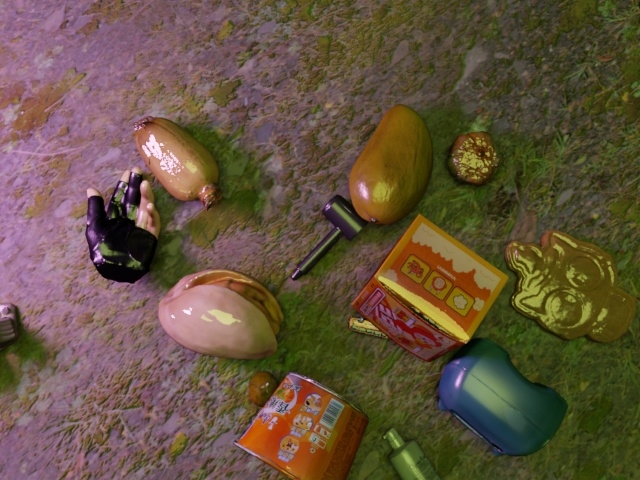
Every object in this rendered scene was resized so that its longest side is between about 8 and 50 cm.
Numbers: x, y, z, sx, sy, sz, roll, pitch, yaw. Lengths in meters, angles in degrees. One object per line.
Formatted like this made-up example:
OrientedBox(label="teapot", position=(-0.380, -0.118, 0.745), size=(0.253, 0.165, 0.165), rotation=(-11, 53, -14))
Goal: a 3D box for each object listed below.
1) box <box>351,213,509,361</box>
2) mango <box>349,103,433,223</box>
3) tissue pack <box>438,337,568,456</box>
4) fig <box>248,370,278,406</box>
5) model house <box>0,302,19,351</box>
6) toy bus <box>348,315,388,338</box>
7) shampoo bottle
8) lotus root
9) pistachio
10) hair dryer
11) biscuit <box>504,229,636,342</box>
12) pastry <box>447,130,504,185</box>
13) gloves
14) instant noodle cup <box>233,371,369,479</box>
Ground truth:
OrientedBox(label="box", position=(0.251, 0.128, 1.763), size=(0.259, 0.283, 0.214), rotation=(35, 70, 4))
OrientedBox(label="mango", position=(0.196, -0.188, 1.896), size=(0.195, 0.142, 0.332), rotation=(32, 74, -3))
OrientedBox(label="tissue pack", position=(0.432, 0.393, 1.784), size=(0.287, 0.198, 0.206), rotation=(39, 80, 2))
OrientedBox(label="fig", position=(-0.143, 0.374, 1.816), size=(0.082, 0.098, 0.084), rotation=(41, 93, 3))
OrientedBox(label="model house", position=(-0.849, 0.250, 1.777), size=(0.229, 0.188, 0.122), rotation=(-33, 99, -6))
OrientedBox(label="toy bus", position=(0.126, 0.224, 1.884), size=(0.110, 0.031, 0.043), rotation=(13, 88, -1))
OrientedBox(label="shampoo bottle", position=(0.243, 0.581, 1.806), size=(0.085, 0.085, 0.262), rotation=(-33, 83, -7))
OrientedBox(label="lotus root", position=(-0.363, -0.201, 1.881), size=(0.303, 0.131, 0.146), rotation=(46, 105, 6))
OrientedBox(label="pistachio", position=(-0.246, 0.187, 1.794), size=(0.308, 0.230, 0.230), rotation=(15, 81, -4))
OrientedBox(label="hair dryer", position=(0.001, 0.001, 1.906), size=(0.114, 0.070, 0.248), rotation=(45, 91, 4))
OrientedBox(label="biscuit", position=(0.651, 0.117, 1.913), size=(0.376, 0.051, 0.269), rotation=(32, 80, 3))
OrientedBox(label="pastry", position=(0.409, -0.217, 1.939), size=(0.153, 0.081, 0.153), rotation=(0, 86, 7))
OrientedBox(label="gloves", position=(-0.501, -0.046, 1.843), size=(0.197, 0.152, 0.301), rotation=(14, 74, -21))
OrientedBox(label="instant noodle cup", position=(-0.028, 0.462, 1.729), size=(0.296, 0.296, 0.214), rotation=(31, 73, 3))
